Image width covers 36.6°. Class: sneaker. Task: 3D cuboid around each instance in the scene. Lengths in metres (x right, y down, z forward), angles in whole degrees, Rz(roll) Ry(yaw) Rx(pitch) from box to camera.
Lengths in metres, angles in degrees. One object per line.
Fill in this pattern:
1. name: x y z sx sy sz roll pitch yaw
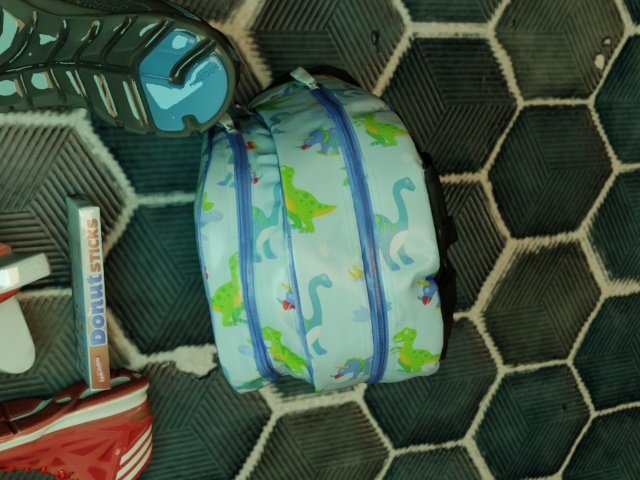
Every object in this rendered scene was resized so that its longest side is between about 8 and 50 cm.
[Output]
1. sneaker: -0.234 -0.167 0.816 0.340 0.140 0.125 16 110 -3
2. sneaker: -0.261 0.217 0.934 0.221 0.087 0.128 -15 108 -21

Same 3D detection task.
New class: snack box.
1. snack box: -0.221 0.049 0.921 0.022 0.064 0.178 -7 106 -25

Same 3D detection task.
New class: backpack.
1. backpack: 0.000 0.000 0.853 0.273 0.355 0.290 -8 107 -21

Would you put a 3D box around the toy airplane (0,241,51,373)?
1. toy airplane: -0.384 0.084 0.727 0.386 0.272 0.385 28 81 -23
